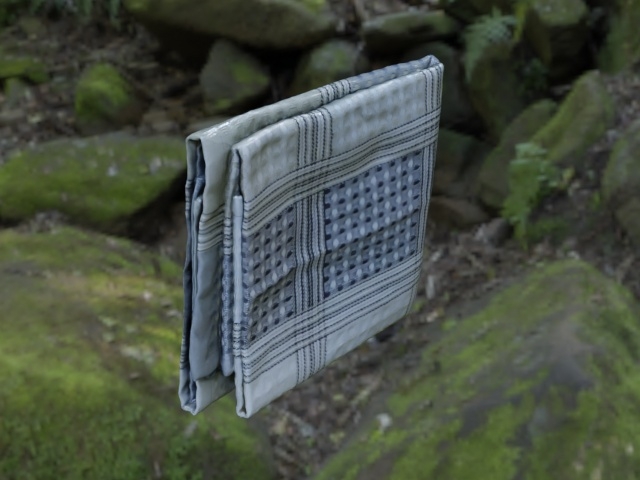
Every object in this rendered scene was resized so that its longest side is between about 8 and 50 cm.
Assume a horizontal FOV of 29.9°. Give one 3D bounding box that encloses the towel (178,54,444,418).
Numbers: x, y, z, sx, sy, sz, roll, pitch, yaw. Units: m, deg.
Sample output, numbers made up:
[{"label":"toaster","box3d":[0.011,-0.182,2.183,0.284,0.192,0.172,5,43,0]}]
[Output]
[{"label":"towel","box3d":[0.000,0.000,1.153,0.324,0.312,0.056,-24,43,-38]}]
